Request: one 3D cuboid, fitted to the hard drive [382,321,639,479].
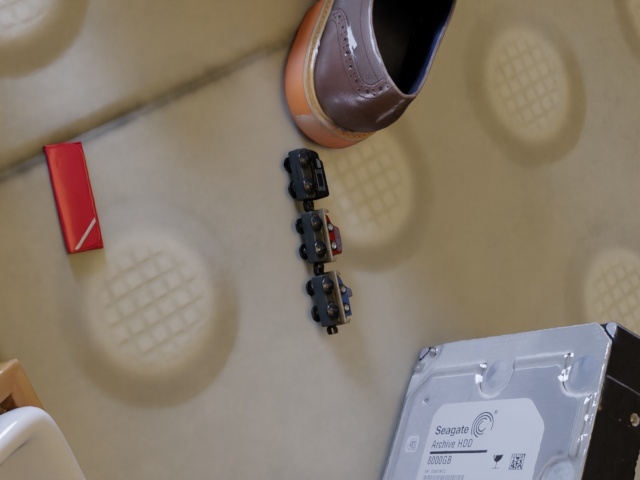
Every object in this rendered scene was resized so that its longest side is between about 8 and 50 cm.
[{"bbox_3d":[0.127,0.235,1.081,0.064,0.237,0.339,31,65,-28],"label":"hard drive"}]

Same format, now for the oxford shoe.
[{"bbox_3d":[0.079,-0.255,1.201,0.130,0.132,0.364,23,68,-31],"label":"oxford shoe"}]

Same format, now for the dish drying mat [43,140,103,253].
[{"bbox_3d":[-0.185,-0.033,1.044,0.032,0.008,0.083,-11,88,-36],"label":"dish drying mat"}]

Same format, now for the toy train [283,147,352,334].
[{"bbox_3d":[0.000,0.000,1.164,0.036,0.027,0.158,-7,85,-48],"label":"toy train"}]

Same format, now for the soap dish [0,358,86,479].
[{"bbox_3d":[-0.221,0.247,0.839,0.229,0.118,0.291,-47,131,-38],"label":"soap dish"}]
